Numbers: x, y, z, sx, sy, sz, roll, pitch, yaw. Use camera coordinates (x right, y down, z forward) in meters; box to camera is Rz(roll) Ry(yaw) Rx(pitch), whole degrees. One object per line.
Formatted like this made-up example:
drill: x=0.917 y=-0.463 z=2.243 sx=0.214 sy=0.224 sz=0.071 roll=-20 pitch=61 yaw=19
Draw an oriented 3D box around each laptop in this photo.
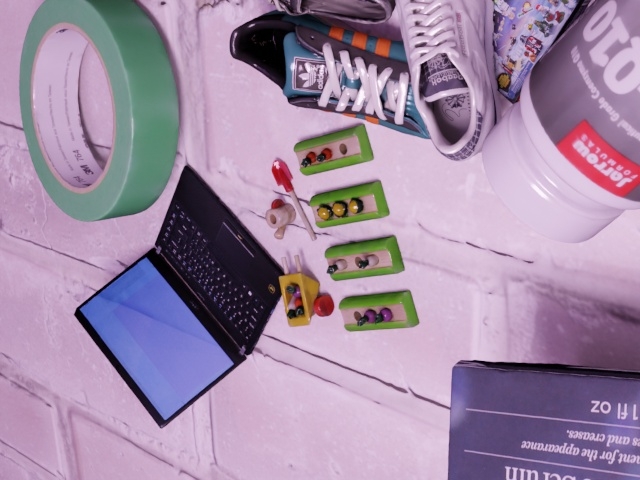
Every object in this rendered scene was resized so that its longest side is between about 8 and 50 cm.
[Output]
laptop: x=-0.202 y=0.078 z=1.412 sx=0.234 sy=0.136 sz=0.264 roll=47 pitch=134 yaw=21

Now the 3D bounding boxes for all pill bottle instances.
pill bottle: x=0.268 y=-0.126 z=0.828 sx=0.161 sy=0.161 sz=0.283 roll=55 pitch=136 yaw=14

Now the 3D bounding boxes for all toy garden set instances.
toy garden set: x=0.000 y=0.000 z=1.237 sx=0.204 sy=0.049 sz=0.244 roll=-9 pitch=99 yaw=47

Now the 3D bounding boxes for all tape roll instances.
tape roll: x=-0.322 y=-0.189 z=1.440 sx=0.321 sy=0.077 sz=0.321 roll=15 pitch=110 yaw=45

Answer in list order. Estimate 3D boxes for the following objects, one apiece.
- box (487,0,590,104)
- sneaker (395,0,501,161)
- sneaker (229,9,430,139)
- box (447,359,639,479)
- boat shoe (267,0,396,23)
box: x=0.191 y=-0.212 z=0.970 sx=0.094 sy=0.027 sz=0.137 roll=48 pitch=134 yaw=22
sneaker: x=0.114 y=-0.191 z=0.947 sx=0.090 sy=0.095 sz=0.235 roll=-15 pitch=93 yaw=26
sneaker: x=0.029 y=-0.172 z=1.083 sx=0.302 sy=0.121 sz=0.108 roll=26 pitch=123 yaw=35
box: x=0.279 y=0.308 z=0.867 sx=0.293 sy=0.212 sz=0.395 roll=-3 pitch=82 yaw=46
boat shoe: x=-0.025 y=-0.276 z=1.056 sx=0.219 sy=0.070 sz=0.078 roll=12 pitch=149 yaw=9
